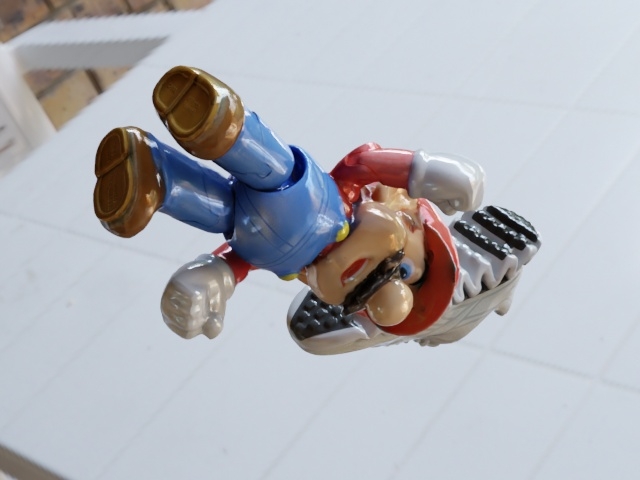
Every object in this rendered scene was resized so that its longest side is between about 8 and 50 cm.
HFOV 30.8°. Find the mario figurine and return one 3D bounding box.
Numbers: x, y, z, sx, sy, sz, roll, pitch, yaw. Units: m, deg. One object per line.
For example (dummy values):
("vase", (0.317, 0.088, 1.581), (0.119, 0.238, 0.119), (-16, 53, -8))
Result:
("mario figurine", (0.000, 0.000, 0.862), (0.198, 0.320, 0.170), (-8, 67, 43))

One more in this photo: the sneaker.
("sneaker", (0.097, 0.064, 1.152), (0.292, 0.118, 0.110), (-18, 44, -30))
